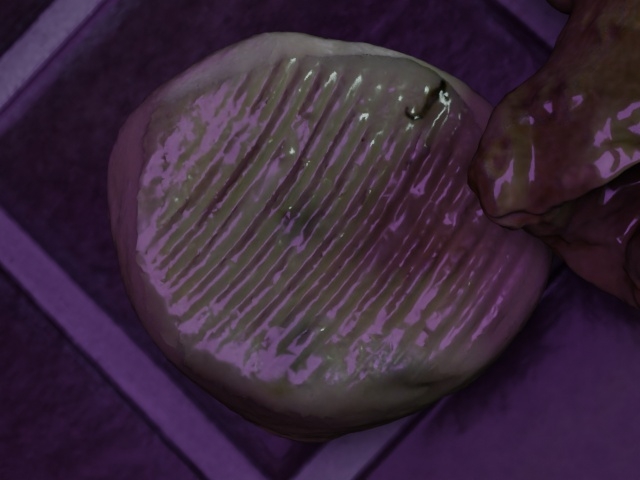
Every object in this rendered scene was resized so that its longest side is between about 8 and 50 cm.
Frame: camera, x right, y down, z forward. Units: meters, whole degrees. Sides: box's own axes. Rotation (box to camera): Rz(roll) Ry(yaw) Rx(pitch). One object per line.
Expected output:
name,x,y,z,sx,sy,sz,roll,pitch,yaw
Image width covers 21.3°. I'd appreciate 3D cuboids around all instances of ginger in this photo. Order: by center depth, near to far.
ginger,0.172,-0.098,0.869,0.221,0.130,0.275,42,70,12

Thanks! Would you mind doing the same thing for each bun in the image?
bun,0.000,0.000,0.909,0.237,0.116,0.210,22,82,1
